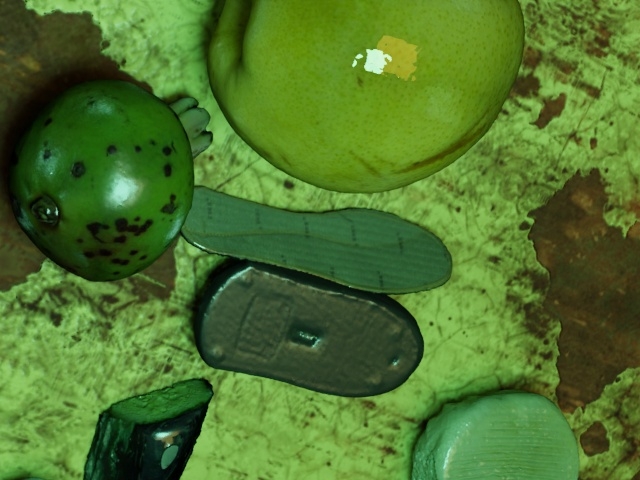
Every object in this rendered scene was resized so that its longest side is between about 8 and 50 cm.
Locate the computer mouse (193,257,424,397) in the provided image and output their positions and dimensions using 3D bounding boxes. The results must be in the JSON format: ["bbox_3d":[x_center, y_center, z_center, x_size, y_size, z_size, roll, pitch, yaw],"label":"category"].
[{"bbox_3d":[-0.017,0.095,1.782,0.270,0.086,0.137,15,104,-21],"label":"computer mouse"}]

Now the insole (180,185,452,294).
[{"bbox_3d":[0.000,0.000,1.759,0.348,0.119,0.009,11,140,-25],"label":"insole"}]

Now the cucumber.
[{"bbox_3d":[-0.191,0.244,1.750,0.115,0.086,0.193,14,106,-32],"label":"cucumber"}]

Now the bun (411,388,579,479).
[{"bbox_3d":[0.209,0.278,1.946,0.221,0.108,0.221,-4,99,-25],"label":"bun"}]

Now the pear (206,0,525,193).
[{"bbox_3d":[0.043,-0.193,1.610,0.314,0.314,0.314,-8,109,-25],"label":"pear"}]

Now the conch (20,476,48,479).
[{"bbox_3d":[-0.324,0.336,1.697,0.116,0.106,0.173,25,79,-23],"label":"conch"}]

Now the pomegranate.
[{"bbox_3d":[-0.199,-0.071,1.592,0.248,0.202,0.202,-32,121,-46],"label":"pomegranate"}]
